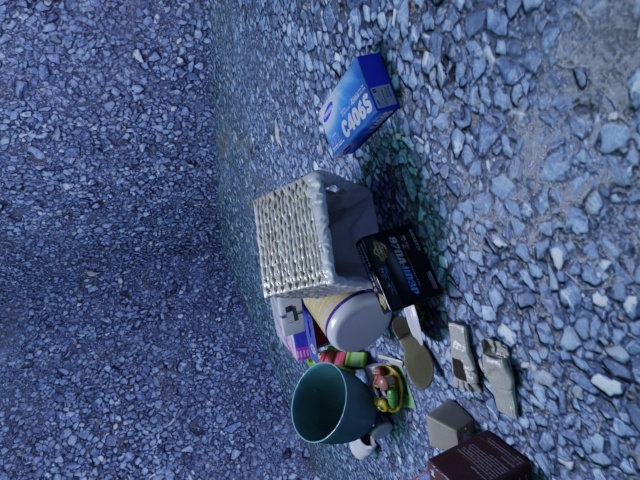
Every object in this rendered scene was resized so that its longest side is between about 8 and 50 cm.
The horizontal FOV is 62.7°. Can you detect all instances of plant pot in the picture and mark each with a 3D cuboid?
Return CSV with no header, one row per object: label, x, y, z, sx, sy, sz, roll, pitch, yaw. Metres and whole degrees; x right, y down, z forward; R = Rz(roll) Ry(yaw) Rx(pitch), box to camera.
plant pot,0.382,0.540,1.511,0.096,0.109,0.109,11,117,54
plant pot,0.072,0.636,2.008,0.293,0.235,0.292,-28,48,37

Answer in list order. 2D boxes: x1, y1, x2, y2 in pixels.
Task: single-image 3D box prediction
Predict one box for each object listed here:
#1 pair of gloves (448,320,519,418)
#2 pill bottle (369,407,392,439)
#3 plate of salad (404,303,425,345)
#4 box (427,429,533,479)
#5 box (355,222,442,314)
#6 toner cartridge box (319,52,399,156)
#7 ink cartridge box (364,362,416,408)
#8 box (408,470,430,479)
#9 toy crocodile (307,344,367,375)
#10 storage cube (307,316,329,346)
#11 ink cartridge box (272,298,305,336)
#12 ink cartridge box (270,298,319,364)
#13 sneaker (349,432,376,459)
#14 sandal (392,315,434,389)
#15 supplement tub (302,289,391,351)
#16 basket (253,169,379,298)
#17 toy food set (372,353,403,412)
pair of gloves,0.409,0.329,1.352,0.240,0.042,0.204,22,126,64
pill bottle,0.206,0.696,2.093,0.169,0.094,0.094,-127,28,-44
plate of salad,0.280,0.212,1.557,0.200,0.048,0.199,-14,-90,-89
box,0.413,0.631,1.347,0.168,0.203,0.166,-154,50,-64
box,0.217,0.077,1.460,0.220,0.175,0.051,69,156,13
toner cartridge box,0.102,-0.384,1.545,0.348,0.075,0.165,144,109,-69
ink cartridge box,0.249,0.534,1.916,0.235,0.056,0.171,140,112,-70
box,0.406,0.892,1.655,0.154,0.142,0.299,147,105,-69
toy crocodile,0.071,0.492,2.169,0.341,0.105,0.115,-14,52,55
storage cube,-0.005,0.356,2.251,0.193,0.184,0.215,67,159,14
ink cartridge box,-0.125,0.223,1.926,0.153,0.087,0.208,-129,30,-62
ink cartridge box,-0.122,0.319,2.160,0.330,0.072,0.324,-145,43,-60
sneaker,0.158,0.802,2.325,0.305,0.114,0.152,59,142,24
sandal,0.298,0.353,1.649,0.079,0.088,0.240,46,-160,-58
supplement tub,0.071,0.200,1.846,0.331,0.241,0.241,51,150,46
basket,0.000,0.000,1.576,0.267,0.328,0.331,-15,76,31
toy food set,0.220,0.514,1.849,0.128,0.071,0.217,16,111,46
